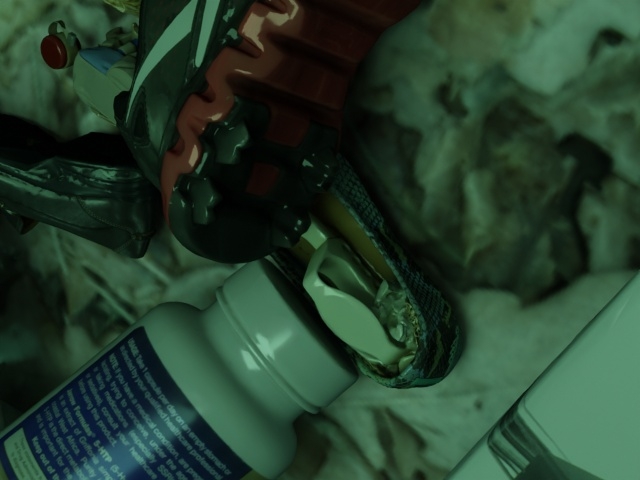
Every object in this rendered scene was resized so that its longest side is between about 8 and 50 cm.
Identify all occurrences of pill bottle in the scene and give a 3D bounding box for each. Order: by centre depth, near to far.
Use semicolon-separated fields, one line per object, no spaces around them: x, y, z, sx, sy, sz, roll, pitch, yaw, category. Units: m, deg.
-0.078;0.098;1.009;0.187;0.112;0.112;-39;85;6;pill bottle

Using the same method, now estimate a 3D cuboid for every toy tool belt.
-0.105;-0.091;1.037;0.083;0.051;0.052;37;134;27;toy tool belt

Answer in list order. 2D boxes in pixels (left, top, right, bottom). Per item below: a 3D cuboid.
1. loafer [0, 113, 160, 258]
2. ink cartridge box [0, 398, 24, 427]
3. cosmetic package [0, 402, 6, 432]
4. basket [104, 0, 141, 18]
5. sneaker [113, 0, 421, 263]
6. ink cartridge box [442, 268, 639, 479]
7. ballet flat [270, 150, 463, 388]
-0.167;-0.031;1.073;0.170;0.062;0.061;13;114;24;loafer
-0.119;0.226;1.120;0.333;0.065;0.165;27;114;17;ink cartridge box
-0.287;0.117;1.052;0.197;0.155;0.365;-4;100;33;cosmetic package
-0.199;-0.250;0.938;0.299;0.213;0.223;34;116;15;basket
-0.014;-0.131;0.939;0.135;0.097;0.276;41;104;43;sneaker
0.147;0.103;0.857;0.129;0.223;0.307;44;119;10;ink cartridge box
0.000;0.000;0.994;0.188;0.070;0.070;47;119;8;ballet flat
